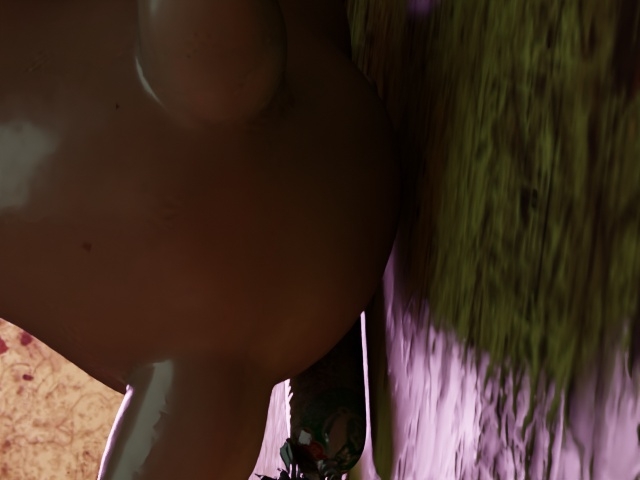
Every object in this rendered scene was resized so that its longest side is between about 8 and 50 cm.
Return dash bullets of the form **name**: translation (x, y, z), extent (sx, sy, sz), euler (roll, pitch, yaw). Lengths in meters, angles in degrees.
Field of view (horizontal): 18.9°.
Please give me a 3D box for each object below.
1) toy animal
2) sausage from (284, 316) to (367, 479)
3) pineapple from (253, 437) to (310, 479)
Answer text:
- **toy animal**: translation (-0.072, -0.030, 0.724), extent (0.213, 0.256, 0.195), euler (-14, -68, -49)
- **sausage**: translation (0.000, 0.000, 0.800), extent (0.269, 0.033, 0.033), euler (-92, 10, -47)
- **pineapple**: translation (-0.007, 0.120, 0.748), extent (0.124, 0.058, 0.058), euler (-66, -14, -64)
